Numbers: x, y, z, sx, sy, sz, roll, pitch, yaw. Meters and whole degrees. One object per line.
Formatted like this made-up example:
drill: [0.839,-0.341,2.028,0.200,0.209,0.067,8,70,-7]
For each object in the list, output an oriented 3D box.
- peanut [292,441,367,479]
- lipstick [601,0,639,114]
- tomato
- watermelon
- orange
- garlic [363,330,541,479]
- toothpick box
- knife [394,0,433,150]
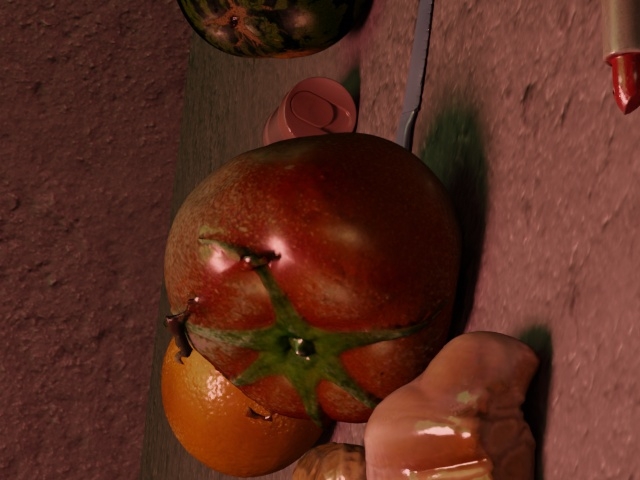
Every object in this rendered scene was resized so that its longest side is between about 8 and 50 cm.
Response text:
peanut: [0.020,0.261,1.850,0.194,0.083,0.093,149,130,-73]
lipstick: [0.232,-0.183,1.293,0.063,0.057,0.186,137,135,-71]
tomato: [0.003,0.031,1.734,0.239,0.303,0.303,-71,2,-45]
watermelon: [-0.060,-0.359,2.288,0.269,0.269,0.269,-171,90,-78]
orange: [-0.087,0.171,2.111,0.236,0.236,0.236,-171,90,-78]
garlic: [0.097,0.196,1.471,0.228,0.110,0.217,139,135,-64]
toothpick box: [-0.016,-0.152,2.298,0.149,0.098,0.098,146,132,-74]
knife: [0.101,-0.153,1.957,0.044,0.019,0.313,171,109,-69]
